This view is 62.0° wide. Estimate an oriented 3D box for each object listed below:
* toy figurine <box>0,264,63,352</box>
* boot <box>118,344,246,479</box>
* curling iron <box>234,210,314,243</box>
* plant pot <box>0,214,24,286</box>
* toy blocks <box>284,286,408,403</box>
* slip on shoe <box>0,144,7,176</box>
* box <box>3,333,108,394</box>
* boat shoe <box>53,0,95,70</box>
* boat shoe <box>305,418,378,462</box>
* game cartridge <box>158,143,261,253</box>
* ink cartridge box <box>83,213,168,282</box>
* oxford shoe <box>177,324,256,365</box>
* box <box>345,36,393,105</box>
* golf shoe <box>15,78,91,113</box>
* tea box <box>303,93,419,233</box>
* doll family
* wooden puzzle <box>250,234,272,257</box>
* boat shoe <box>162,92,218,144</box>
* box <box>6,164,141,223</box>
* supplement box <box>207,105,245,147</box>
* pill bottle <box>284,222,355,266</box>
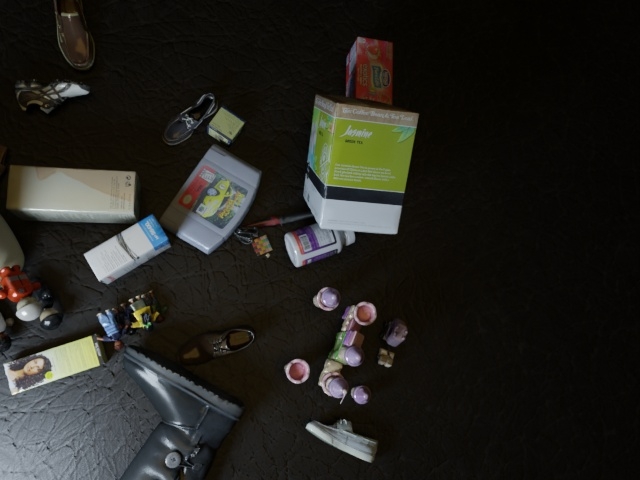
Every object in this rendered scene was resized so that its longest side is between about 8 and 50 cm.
[{"bbox_3d":[-0.778,0.182,1.324,0.209,0.213,0.148,-31,78,-16],"label":"toy figurine"},{"bbox_3d":[-0.460,0.550,1.385,0.367,0.146,0.445,32,80,-4],"label":"boot"},{"bbox_3d":[-0.126,-0.049,1.599,0.274,0.035,0.068,-16,58,-17],"label":"curling iron"},{"bbox_3d":[-0.861,0.011,1.290,0.256,0.274,0.257,-2,65,5],"label":"plant pot"},{"bbox_3d":[0.094,0.305,1.478,0.308,0.260,0.289,25,76,-8],"label":"toy blocks"},{"bbox_3d":[-0.880,-0.197,1.451,0.041,0.051,0.135,3,74,-24],"label":"slip on shoe"},{"bbox_3d":[-0.692,0.323,1.402,0.232,0.058,0.087,-19,85,-16],"label":"box"},{"bbox_3d":[-0.718,-0.621,1.530,0.095,0.095,0.258,-16,85,-15],"label":"boat shoe"},{"bbox_3d":[0.066,0.558,1.531,0.227,0.079,0.081,30,69,-13],"label":"boat shoe"},{"bbox_3d":[-0.306,-0.118,1.549,0.196,0.060,0.294,31,75,0],"label":"game cartridge"},{"bbox_3d":[-0.517,0.026,1.442,0.203,0.148,0.086,-32,90,-16],"label":"ink cartridge box"},{"bbox_3d":[-0.288,0.287,1.480,0.227,0.096,0.083,-20,88,-13],"label":"oxford shoe"},{"bbox_3d":[0.153,-0.491,1.690,0.122,0.128,0.257,4,79,-12],"label":"box"},{"bbox_3d":[-0.751,-0.406,1.508,0.198,0.077,0.094,-4,96,-9],"label":"golf shoe"},{"bbox_3d":[0.094,-0.223,1.475,0.219,0.329,0.324,5,107,-12],"label":"tea box"},{"bbox_3d":[-0.512,0.220,1.452,0.193,0.076,0.111,-25,89,-14],"label":"doll family"},{"bbox_3d":[-0.176,0.014,1.595,0.049,0.006,0.083,-23,86,-15],"label":"wooden puzzle"},{"bbox_3d":[-0.388,-0.366,1.579,0.075,0.065,0.206,46,75,-2],"label":"boat shoe"},{"bbox_3d":[-0.654,-0.120,1.439,0.311,0.148,0.121,2,80,-14],"label":"box"},{"bbox_3d":[-0.284,-0.342,1.603,0.083,0.056,0.083,33,75,-6],"label":"supplement box"},{"bbox_3d":[0.000,0.000,1.585,0.193,0.108,0.108,-18,85,-15],"label":"pill bottle"}]
